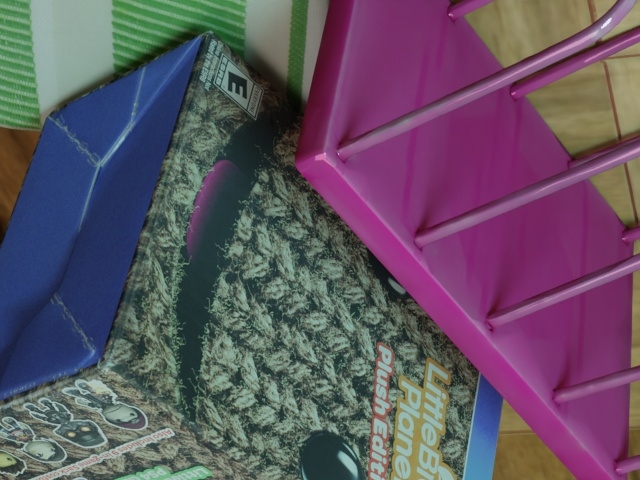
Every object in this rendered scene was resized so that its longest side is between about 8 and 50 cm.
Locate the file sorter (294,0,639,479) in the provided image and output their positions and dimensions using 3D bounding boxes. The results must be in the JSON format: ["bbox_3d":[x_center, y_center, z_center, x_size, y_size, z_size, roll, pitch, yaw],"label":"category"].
[{"bbox_3d":[0.156,-0.045,0.946,0.182,0.202,0.290,-22,127,29],"label":"file sorter"}]

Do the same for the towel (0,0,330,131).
[{"bbox_3d":[-0.152,-0.154,1.023,0.325,0.038,0.248,10,136,5],"label":"towel"}]

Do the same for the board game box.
[{"bbox_3d":[-0.039,0.071,1.034,0.141,0.232,0.291,-22,132,37],"label":"board game box"}]
